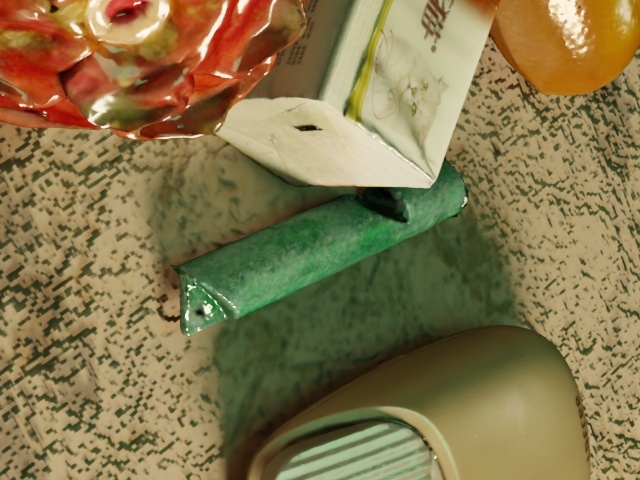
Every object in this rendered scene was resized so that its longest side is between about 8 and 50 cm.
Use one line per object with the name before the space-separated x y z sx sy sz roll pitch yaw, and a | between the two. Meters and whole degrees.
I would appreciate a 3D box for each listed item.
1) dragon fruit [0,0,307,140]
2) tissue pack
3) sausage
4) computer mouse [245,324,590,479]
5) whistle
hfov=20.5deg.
dragon fruit | -0.095 -0.157 0.660 0.241 0.252 0.241 -6 108 -19
tissue pack | 0.018 -0.109 0.862 0.099 0.106 0.148 34 69 -37
sausage | 0.106 -0.191 0.928 0.105 0.105 0.274 -55 137 -27
computer mouse | 0.062 0.130 0.923 0.236 0.082 0.145 -19 104 -42
whistle | 0.000 0.000 0.894 0.186 0.039 0.039 -24 106 -39
